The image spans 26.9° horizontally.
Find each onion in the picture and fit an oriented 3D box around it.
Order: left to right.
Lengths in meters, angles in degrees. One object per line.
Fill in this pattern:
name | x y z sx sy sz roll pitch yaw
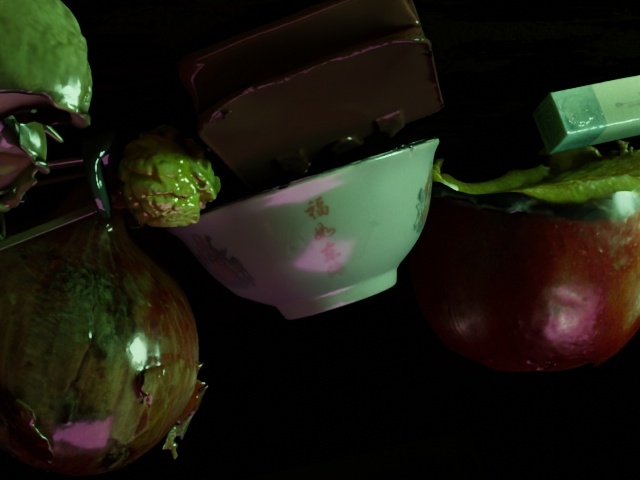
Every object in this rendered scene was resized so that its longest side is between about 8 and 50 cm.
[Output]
onion | -0.295 0.120 1.539 0.354 0.353 0.353 -17 163 -5

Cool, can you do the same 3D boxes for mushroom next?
mushroom | -0.314 -0.122 1.069 0.190 0.164 0.267 -1 159 -34

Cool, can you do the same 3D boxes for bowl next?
bowl | 0.000 0.000 1.604 0.346 0.157 0.345 -18 -178 1

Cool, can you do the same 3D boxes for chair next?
chair | -0.308 -0.044 1.425 0.222 0.095 0.104 -18 174 -4

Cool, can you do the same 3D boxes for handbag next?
handbag | 0.000 -0.160 1.422 0.260 0.084 0.275 -22 164 4

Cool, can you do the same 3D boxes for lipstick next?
lipstick | 0.446 -0.186 1.811 0.317 0.066 0.068 -12 162 -19

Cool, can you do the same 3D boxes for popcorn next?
popcorn | -0.164 -0.070 1.454 0.106 0.116 0.120 3 162 12

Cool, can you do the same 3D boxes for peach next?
peach | 0.306 0.006 1.808 0.339 0.353 0.416 -18 155 -16

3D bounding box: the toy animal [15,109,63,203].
toy animal | -0.317 -0.099 1.302 0.105 0.070 0.202 13 153 -26
